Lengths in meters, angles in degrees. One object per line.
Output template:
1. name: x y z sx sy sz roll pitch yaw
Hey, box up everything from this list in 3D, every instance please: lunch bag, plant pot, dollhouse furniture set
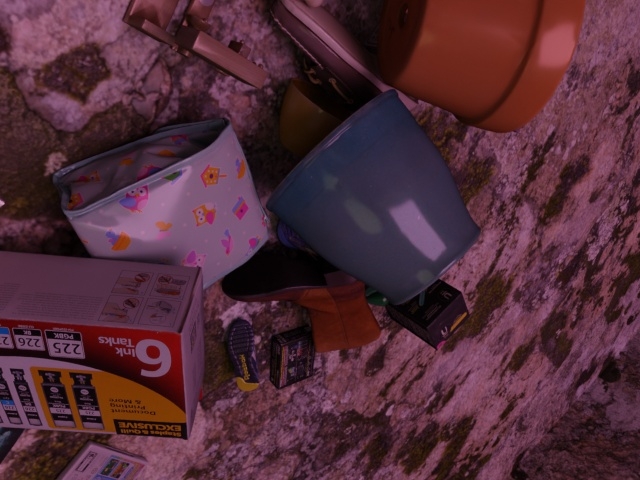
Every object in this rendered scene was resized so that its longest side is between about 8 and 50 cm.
1. lunch bag: -0.213 -0.040 0.810 0.262 0.160 0.223 -29 128 -18
2. plant pot: 0.100 -0.049 0.867 0.272 0.271 0.255 -42 89 -15
3. dollhouse furniture set: -0.144 -0.301 0.727 0.144 0.151 0.123 19 100 -47
4. plant pot: -0.016 -0.193 0.923 0.134 0.134 0.095 12 122 -43
5. plant pot: 0.213 -0.319 0.826 0.204 0.291 0.290 5 112 -15

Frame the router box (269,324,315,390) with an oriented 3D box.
1. router box: -0.059 0.251 1.181 0.092 0.038 0.122 -14 121 -35

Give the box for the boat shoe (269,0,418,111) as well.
1. boat shoe: 0.033 -0.288 0.913 0.097 0.116 0.325 -36 140 30

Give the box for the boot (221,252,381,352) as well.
1. boot: -0.028 0.130 1.072 0.265 0.096 0.280 -16 139 0

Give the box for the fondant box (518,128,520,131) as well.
1. fondant box: 0.415 -0.398 1.120 0.238 0.096 0.330 -14 127 -65

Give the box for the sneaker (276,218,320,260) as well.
1. sneaker: 0.000 0.000 1.044 0.221 0.087 0.083 41 63 -43

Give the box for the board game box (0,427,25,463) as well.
1. board game box: -0.531 0.305 0.824 0.186 0.026 0.126 -55 135 -2

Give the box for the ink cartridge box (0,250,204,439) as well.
1. ink cartridge box: -0.318 0.163 0.729 0.310 0.130 0.271 5 125 -2

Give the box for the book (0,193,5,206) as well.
1. book: -0.478 -0.064 0.661 0.096 0.035 0.144 -44 133 -8

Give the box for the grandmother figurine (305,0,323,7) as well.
1. grandmother figurine: -0.035 -0.438 0.784 0.343 0.104 0.207 -10 85 -32

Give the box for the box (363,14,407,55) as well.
1. box: 0.223 -0.427 1.011 0.169 0.087 0.289 29 93 -45

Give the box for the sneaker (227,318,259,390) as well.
1. sneaker: -0.152 0.220 1.082 0.053 0.059 0.144 -5 103 -4

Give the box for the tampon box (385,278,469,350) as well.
1. tampon box: 0.245 0.154 1.297 0.120 0.161 0.101 -42 133 -14

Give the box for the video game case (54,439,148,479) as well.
1. video game case: -0.418 0.449 1.004 0.157 0.019 0.143 -51 135 -7

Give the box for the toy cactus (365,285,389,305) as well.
1. toy cactus: 0.097 0.100 1.206 0.180 0.112 0.219 -44 140 14
